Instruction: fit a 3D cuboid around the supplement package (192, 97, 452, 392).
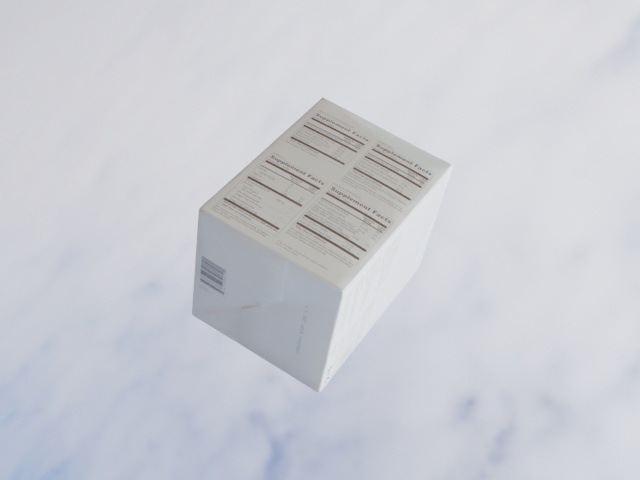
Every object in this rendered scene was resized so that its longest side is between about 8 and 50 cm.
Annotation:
[{"bbox_3d":[0.000,0.000,1.204,0.262,0.198,0.199,-47,159,-39],"label":"supplement package"}]
